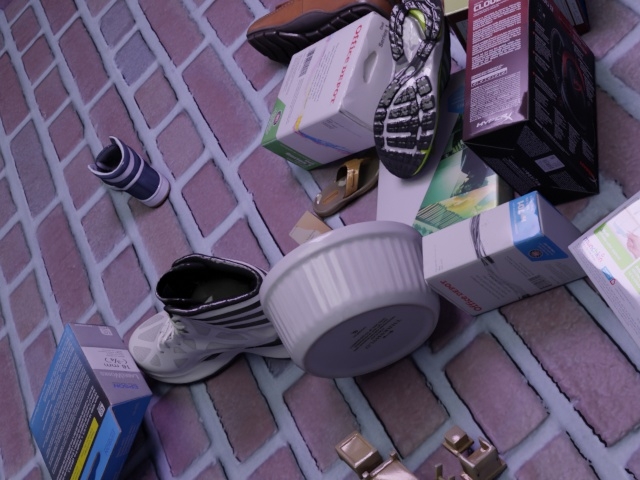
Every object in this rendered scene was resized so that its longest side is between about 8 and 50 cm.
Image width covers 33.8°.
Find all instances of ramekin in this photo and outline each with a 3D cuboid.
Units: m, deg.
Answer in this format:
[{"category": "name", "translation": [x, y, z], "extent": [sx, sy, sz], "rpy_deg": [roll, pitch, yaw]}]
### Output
[{"category": "ramekin", "translation": [0.053, 0.099, 1.562], "extent": [0.272, 0.273, 0.127], "rpy_deg": [-35, 56, 22]}]

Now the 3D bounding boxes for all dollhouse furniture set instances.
[{"category": "dollhouse furniture set", "translation": [0.145, 0.320, 1.477], "extent": [0.161, 0.101, 0.182], "rpy_deg": [-35, 38, -15]}]

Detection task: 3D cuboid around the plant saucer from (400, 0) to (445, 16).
[{"category": "plant saucer", "translation": [0.168, -0.394, 1.950], "extent": [0.168, 0.029, 0.169], "rpy_deg": [-23, 49, 30]}]

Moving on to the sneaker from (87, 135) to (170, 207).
[{"category": "sneaker", "translation": [-0.450, -0.169, 2.285], "extent": [0.282, 0.153, 0.099], "rpy_deg": [27, 83, 49]}]

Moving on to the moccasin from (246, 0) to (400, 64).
[{"category": "moccasin", "translation": [0.000, -0.446, 2.046], "extent": [0.380, 0.139, 0.147], "rpy_deg": [-16, 50, 49]}]

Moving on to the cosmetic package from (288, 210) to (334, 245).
[{"category": "cosmetic package", "translation": [0.000, 0.000, 1.835], "extent": [0.060, 0.041, 0.115], "rpy_deg": [-54, 41, 1]}]

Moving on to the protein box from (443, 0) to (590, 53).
[{"category": "protein box", "translation": [0.315, -0.425, 1.724], "extent": [0.201, 0.136, 0.200], "rpy_deg": [-14, 54, 22]}]

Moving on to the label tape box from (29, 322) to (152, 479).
[{"category": "label tape box", "translation": [-0.402, 0.338, 1.889], "extent": [0.334, 0.105, 0.241], "rpy_deg": [47, 119, 49]}]

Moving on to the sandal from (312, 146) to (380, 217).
[{"category": "sandal", "translation": [0.049, -0.109, 1.856], "extent": [0.180, 0.049, 0.072], "rpy_deg": [-38, 44, 19]}]

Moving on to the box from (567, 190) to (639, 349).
[{"category": "box", "translation": [0.476, 0.043, 1.295], "extent": [0.231, 0.126, 0.262], "rpy_deg": [-41, 43, 15]}]

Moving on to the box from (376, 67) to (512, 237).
[{"category": "box", "translation": [0.201, -0.127, 1.719], "extent": [0.232, 0.058, 0.322], "rpy_deg": [-19, 53, 34]}]

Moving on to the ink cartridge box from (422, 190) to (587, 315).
[{"category": "ink cartridge box", "translation": [0.261, 0.023, 1.500], "extent": [0.190, 0.139, 0.082], "rpy_deg": [-22, 52, 32]}]

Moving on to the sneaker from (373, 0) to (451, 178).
[{"category": "sneaker", "translation": [0.167, -0.246, 1.718], "extent": [0.111, 0.121, 0.300], "rpy_deg": [10, 88, 28]}]

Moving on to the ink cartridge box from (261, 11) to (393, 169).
[{"category": "ink cartridge box", "translation": [0.033, -0.258, 1.866], "extent": [0.278, 0.117, 0.201], "rpy_deg": [-13, 53, 58]}]

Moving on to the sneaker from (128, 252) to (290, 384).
[{"category": "sneaker", "translation": [-0.224, 0.114, 1.806], "extent": [0.447, 0.257, 0.169], "rpy_deg": [-16, 54, 36]}]

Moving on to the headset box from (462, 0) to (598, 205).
[{"category": "headset box", "translation": [0.315, -0.228, 1.558], "extent": [0.110, 0.218, 0.293], "rpy_deg": [-16, 55, 35]}]
